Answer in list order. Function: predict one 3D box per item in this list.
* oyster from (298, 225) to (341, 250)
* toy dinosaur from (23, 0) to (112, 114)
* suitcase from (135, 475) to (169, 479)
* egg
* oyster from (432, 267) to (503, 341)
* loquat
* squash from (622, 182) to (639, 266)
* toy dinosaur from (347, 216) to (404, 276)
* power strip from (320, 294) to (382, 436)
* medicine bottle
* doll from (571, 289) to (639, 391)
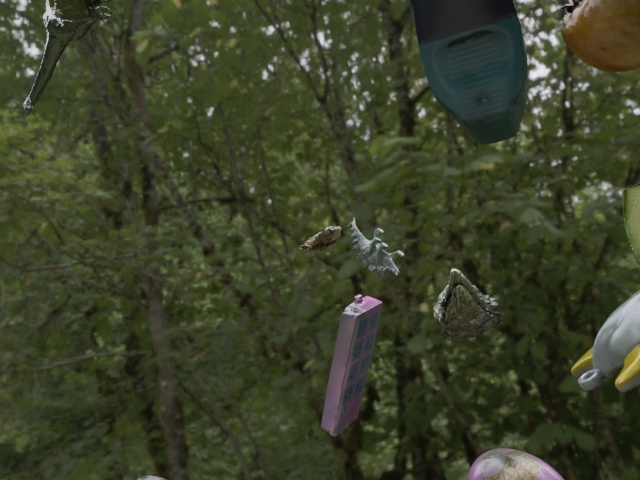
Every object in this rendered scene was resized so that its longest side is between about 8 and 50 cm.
[{"bbox_3d":[0.002,-0.001,1.160,0.051,0.034,0.093,-25,-1,-26],"label":"oyster"},{"bbox_3d":[-0.378,-0.367,1.080,0.147,0.363,0.076,4,-8,45],"label":"toy dinosaur"},{"bbox_3d":[-0.144,0.528,1.010,0.434,0.194,0.283,29,-73,-15],"label":"suitcase"},{"bbox_3d":[0.491,0.617,1.762,0.271,0.196,0.196,4,-6,37],"label":"egg"},{"bbox_3d":[0.378,0.177,1.876,0.162,0.158,0.351,-38,-34,-3],"label":"oyster"},{"bbox_3d":[0.592,-0.433,1.447,0.234,0.176,0.187,17,14,-4],"label":"loquat"},{"bbox_3d":[0.607,-0.017,1.175,0.085,0.184,0.192,-1,-6,-34],"label":"squash"},{"bbox_3d":[0.106,0.015,1.494,0.039,0.209,0.082,7,-57,-36],"label":"toy dinosaur"},{"bbox_3d":[0.058,0.238,1.365,0.037,0.279,0.109,19,19,27],"label":"power strip"},{"bbox_3d":[0.144,-0.153,0.648,0.079,0.124,0.258,-15,-4,16],"label":"medicine bottle"},{"bbox_3d":[0.466,0.098,0.931,0.316,0.103,0.145,-32,23,-4],"label":"doll"}]
